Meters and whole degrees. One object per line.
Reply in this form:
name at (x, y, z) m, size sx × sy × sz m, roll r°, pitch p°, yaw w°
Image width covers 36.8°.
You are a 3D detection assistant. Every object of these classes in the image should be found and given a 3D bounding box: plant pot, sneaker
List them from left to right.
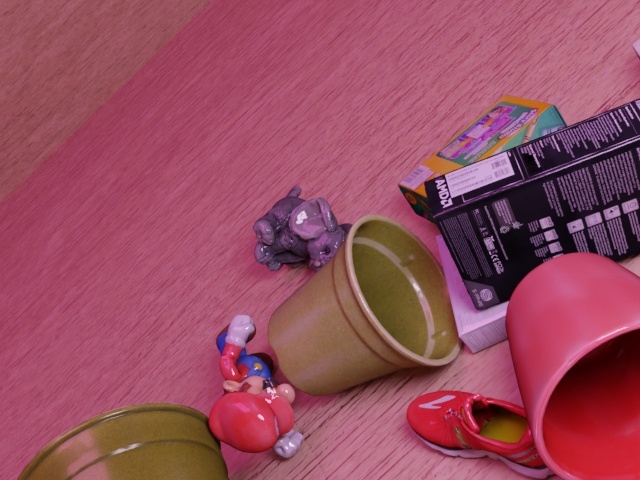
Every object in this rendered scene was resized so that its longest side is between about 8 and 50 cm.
plant pot at (-0.267, 0.513, 1.521) m, size 0.366 × 0.366 × 0.353 m, roll -40°, pitch 49°, yaw 6°
plant pot at (0.056, 0.137, 1.633) m, size 0.254 × 0.276 × 0.276 m, roll -35°, pitch 36°, yaw 32°
sneaker at (0.234, 0.262, 1.431) m, size 0.279 × 0.118 × 0.107 m, roll 4°, pitch 57°, yaw 45°
plant pot at (0.380, 0.156, 1.300) m, size 0.275 × 0.275 × 0.243 m, roll -37°, pitch 27°, yaw 10°

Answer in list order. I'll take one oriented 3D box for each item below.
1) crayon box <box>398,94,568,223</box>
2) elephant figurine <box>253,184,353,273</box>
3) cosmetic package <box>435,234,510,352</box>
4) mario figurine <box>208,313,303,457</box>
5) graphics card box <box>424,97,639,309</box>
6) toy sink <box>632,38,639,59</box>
crayon box at (0.294, -0.142, 1.738) m, size 0.278 × 0.081 × 0.165 m, roll -40°, pitch 24°, yaw -7°
elephant figurine at (0.000, 0.000, 1.908) m, size 0.239 × 0.186 × 0.169 m, roll 6°, pitch 15°, yaw 34°
cosmetic package at (0.268, 0.069, 1.631) m, size 0.098 × 0.060 × 0.239 m, roll -26°, pitch 40°, yaw 18°
mario figurine at (-0.099, 0.254, 1.698) m, size 0.170 × 0.198 × 0.320 m, roll -58°, pitch 19°, yaw 15°
graphics card box at (0.368, -0.051, 1.456) m, size 0.370 × 0.233 × 0.094 m, roll -22°, pitch 42°, yaw 11°
toy sink at (0.628, -0.262, 1.544) m, size 0.152 × 0.131 × 0.234 m, roll -31°, pitch 39°, yaw 19°
